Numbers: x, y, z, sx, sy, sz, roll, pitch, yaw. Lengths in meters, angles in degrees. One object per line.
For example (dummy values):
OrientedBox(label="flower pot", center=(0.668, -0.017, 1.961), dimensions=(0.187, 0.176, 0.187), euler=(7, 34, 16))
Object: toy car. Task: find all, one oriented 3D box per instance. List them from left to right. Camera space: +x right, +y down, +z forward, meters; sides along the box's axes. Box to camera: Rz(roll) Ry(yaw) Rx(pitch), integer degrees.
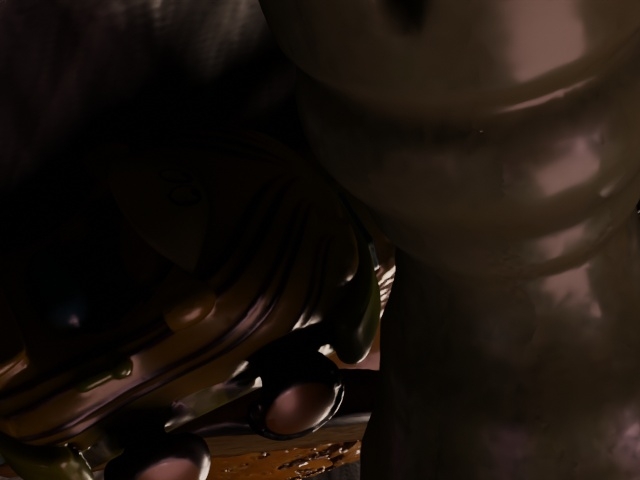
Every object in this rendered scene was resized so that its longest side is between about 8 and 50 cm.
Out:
OrientedBox(label="toy car", center=(-0.094, 0.024, 0.858), dimensions=(0.248, 0.200, 0.142), euler=(-29, 140, -8))

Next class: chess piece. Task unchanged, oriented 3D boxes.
OrientedBox(label="chess piece", center=(0.094, 0.009, 0.742), dimensions=(0.234, 0.234, 0.442), euler=(-31, 127, -18))

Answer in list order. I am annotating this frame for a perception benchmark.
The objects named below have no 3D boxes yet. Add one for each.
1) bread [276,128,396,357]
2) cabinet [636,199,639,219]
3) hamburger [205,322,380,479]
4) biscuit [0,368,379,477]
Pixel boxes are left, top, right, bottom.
OrientedBox(label="bread", center=(0.000, 0.000, 1.095), dimensions=(0.244, 0.134, 0.244), euler=(-37, 168, -9))
OrientedBox(label="cabinet", center=(0.180, -0.127, 0.916), dimensions=(0.145, 0.206, 0.150), euler=(-39, 167, 16))
OrientedBox(label="hamburger", center=(-0.026, 0.105, 1.345), dimensions=(0.284, 0.174, 0.304), euler=(-21, 158, -9))
OrientedBox(label="biscuit", center=(-0.072, 0.124, 1.049), dimensions=(0.318, 0.040, 0.318), euler=(-6, 169, -1))
